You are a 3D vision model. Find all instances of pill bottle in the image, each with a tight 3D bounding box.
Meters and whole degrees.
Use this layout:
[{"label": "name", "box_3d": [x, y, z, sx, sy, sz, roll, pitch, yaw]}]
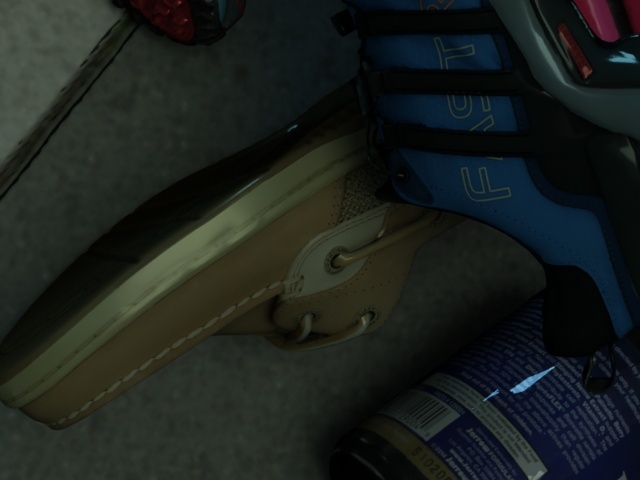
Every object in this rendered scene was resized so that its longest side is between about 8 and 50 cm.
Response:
[{"label": "pill bottle", "box_3d": [0.123, 0.097, 0.746, 0.219, 0.123, 0.122, -34, 104, -19]}]

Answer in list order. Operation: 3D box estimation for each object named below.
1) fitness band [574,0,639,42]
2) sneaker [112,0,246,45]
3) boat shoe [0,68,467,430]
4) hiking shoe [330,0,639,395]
[{"label": "fitness band", "box_3d": [0.149, -0.135, 0.733, 0.209, 0.054, 0.290, -36, 108, -55]}, {"label": "sneaker", "box_3d": [-0.068, -0.224, 0.662, 0.125, 0.104, 0.261, -31, 115, -36]}, {"label": "boat shoe", "box_3d": [0.000, 0.000, 0.690, 0.341, 0.122, 0.110, -35, 104, -21]}, {"label": "hiking shoe", "box_3d": [0.050, -0.079, 0.599, 0.304, 0.113, 0.132, 45, 105, 8]}]
